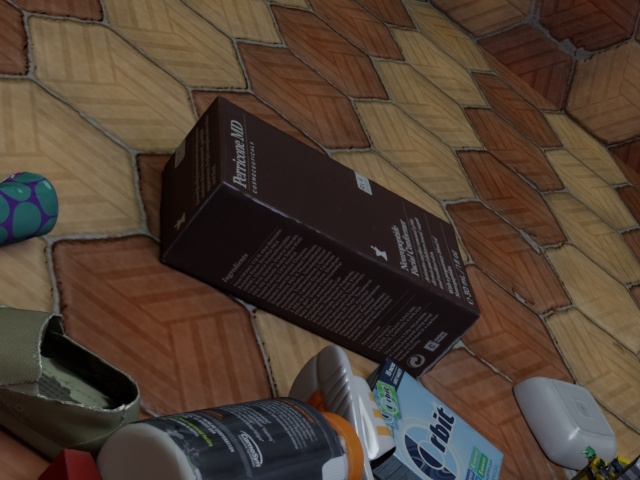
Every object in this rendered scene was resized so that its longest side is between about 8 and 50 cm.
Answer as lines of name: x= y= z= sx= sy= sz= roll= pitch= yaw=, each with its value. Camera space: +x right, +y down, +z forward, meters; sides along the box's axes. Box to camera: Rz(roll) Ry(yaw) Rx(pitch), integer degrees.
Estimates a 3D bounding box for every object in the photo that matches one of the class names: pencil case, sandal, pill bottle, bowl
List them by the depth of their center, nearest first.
pill bottle: x=-0.066 y=0.206 z=0.930 sx=0.246 sy=0.130 sz=0.130 roll=0 pitch=48 yaw=-51
pencil case: x=-0.323 y=-0.026 z=1.013 sx=0.152 sy=0.064 sz=0.070 roll=-18 pitch=79 yaw=-60
sandal: x=0.034 y=0.233 z=1.069 sx=0.076 sy=0.102 sz=0.265 roll=20 pitch=43 yaw=-38
bowl: x=0.348 y=0.248 z=1.489 sx=0.142 sy=0.053 sz=0.142 roll=19 pitch=33 yaw=-37

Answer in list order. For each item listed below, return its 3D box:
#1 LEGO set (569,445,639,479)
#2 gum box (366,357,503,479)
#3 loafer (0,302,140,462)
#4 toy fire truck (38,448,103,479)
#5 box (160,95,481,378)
LEGO set: x=0.427 y=0.361 z=1.249 sx=0.331 sy=0.192 sz=0.255 roll=51 pitch=25 yaw=22
gum box: x=0.119 y=0.238 z=1.219 sx=0.184 sy=0.041 sz=0.157 roll=41 pitch=27 yaw=-3
loafer: x=-0.261 y=0.093 z=0.888 sx=0.268 sy=0.092 sz=0.102 roll=32 pitch=28 yaw=-17
toy fire truck: x=-0.213 y=0.240 z=0.782 sx=0.135 sy=0.047 sz=0.192 roll=18 pitch=36 yaw=-41
box: x=0.000 y=0.000 z=1.314 sx=0.381 sy=0.143 sz=0.191 roll=25 pitch=31 yaw=-25
